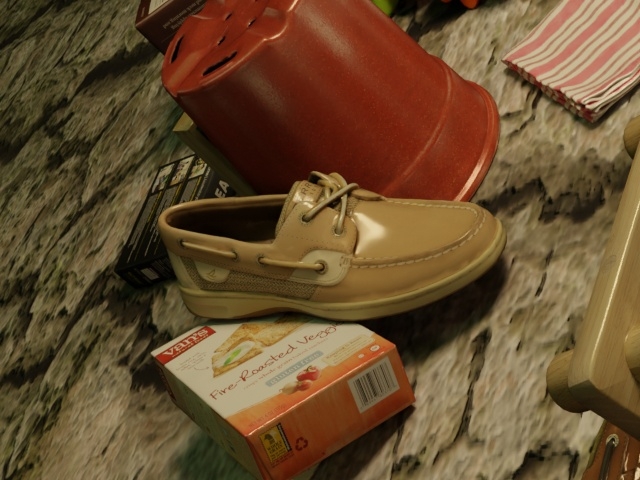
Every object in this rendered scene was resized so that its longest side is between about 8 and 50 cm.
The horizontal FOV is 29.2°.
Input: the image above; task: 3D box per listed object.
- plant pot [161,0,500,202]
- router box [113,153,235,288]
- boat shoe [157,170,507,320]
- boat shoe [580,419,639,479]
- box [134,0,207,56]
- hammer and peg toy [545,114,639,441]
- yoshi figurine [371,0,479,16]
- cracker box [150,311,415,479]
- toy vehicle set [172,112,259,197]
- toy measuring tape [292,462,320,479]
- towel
[{"bbox_3d":[-0.003,-0.143,1.257,0.272,0.265,0.272,-32,34,25],"label":"plant pot"},{"bbox_3d":[-0.177,-0.032,1.554,0.133,0.046,0.179,-16,43,40],"label":"router box"},{"bbox_3d":[0.000,0.000,1.138,0.341,0.110,0.121,-8,31,25],"label":"boat shoe"},{"bbox_3d":[0.213,0.193,0.779,0.104,0.111,0.307,-19,31,47],"label":"boat shoe"},{"bbox_3d":[-0.111,-0.304,1.631,0.168,0.203,0.167,-30,35,26],"label":"box"},{"bbox_3d":[0.262,0.088,0.702,0.127,0.266,0.361,-34,29,58],"label":"hammer and peg toy"},{"bbox_3d":[0.124,-0.408,1.483,0.203,0.203,0.362,-49,33,-16],"label":"yoshi figurine"},{"bbox_3d":[-0.041,0.124,1.134,0.156,0.067,0.232,-30,24,-19],"label":"cracker box"},{"bbox_3d":[-0.042,-0.179,1.440,0.035,0.166,0.267,2,56,52],"label":"toy vehicle set"},{"bbox_3d":[-0.109,0.259,1.075,0.330,0.121,0.121,-54,32,-12],"label":"toy measuring tape"},{"bbox_3d":[0.271,-0.202,1.219,0.144,0.029,0.197,-44,31,4],"label":"towel"}]
